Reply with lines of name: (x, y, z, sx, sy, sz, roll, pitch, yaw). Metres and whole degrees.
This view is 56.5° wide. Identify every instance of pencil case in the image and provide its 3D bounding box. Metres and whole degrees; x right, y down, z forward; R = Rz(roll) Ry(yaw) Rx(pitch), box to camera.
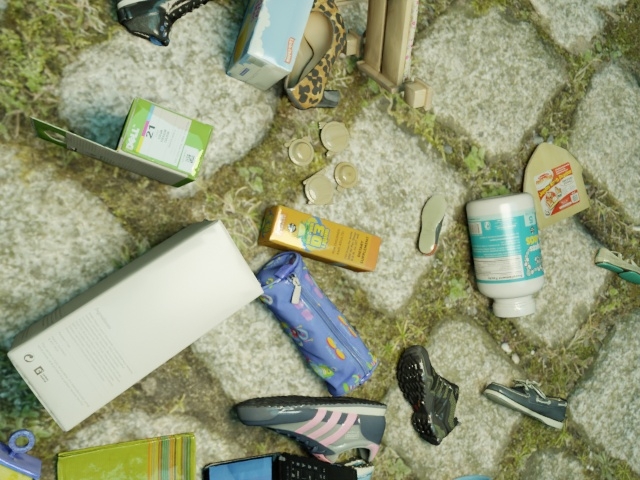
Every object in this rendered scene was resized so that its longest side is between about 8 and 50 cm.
pencil case: (-0.011, 0.161, 1.150, 0.119, 0.133, 0.306, -41, 106, -20)

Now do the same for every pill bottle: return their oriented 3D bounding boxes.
pill bottle: (0.414, 0.032, 1.323, 0.146, 0.146, 0.264, -11, 95, -23)

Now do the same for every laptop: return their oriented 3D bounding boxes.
laptop: (-0.075, 0.537, 1.114, 0.136, 0.264, 0.234, -4, 95, -60)

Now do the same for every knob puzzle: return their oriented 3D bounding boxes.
knob puzzle: (0.559, -0.144, 1.448, 0.213, 0.030, 0.213, 0, 90, -23)

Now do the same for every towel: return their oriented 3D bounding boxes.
towel: (-0.342, 0.413, 1.068, 0.237, 0.021, 0.102, -2, 90, -23)

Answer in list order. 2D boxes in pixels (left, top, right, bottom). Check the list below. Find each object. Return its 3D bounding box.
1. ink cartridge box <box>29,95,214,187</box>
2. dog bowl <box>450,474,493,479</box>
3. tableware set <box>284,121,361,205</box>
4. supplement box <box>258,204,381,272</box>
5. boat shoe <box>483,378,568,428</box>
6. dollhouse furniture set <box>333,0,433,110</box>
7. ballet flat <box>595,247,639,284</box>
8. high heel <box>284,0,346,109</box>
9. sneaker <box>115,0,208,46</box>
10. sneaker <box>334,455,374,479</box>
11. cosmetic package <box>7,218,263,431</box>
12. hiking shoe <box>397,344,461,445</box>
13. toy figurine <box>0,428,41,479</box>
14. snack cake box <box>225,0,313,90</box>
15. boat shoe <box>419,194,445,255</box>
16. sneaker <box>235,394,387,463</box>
ink cartridge box: (-0.327, -0.178, 0.984, 0.255, 0.189, 0.097, 20, 83, -21)
dog bowl: (0.257, 0.582, 1.252, 0.297, 0.166, 0.074, -17, 85, -22)
tableware set: (0.011, -0.158, 1.221, 0.141, 0.020, 0.168, -23, 97, -23)
supplement box: (0.000, 0.000, 1.185, 0.233, 0.080, 0.078, 16, 81, -20)
boat shoe: (0.483, 0.366, 1.379, 0.254, 0.095, 0.079, 26, 82, -22)
dollhouse furniture set: (0.166, -0.466, 1.101, 0.174, 0.355, 0.303, -18, 135, -21)
ballet flat: (0.777, 0.063, 1.528, 0.168, 0.057, 0.052, 23, 71, -22)
high heel: (-0.023, -0.378, 1.123, 0.186, 0.093, 0.261, -23, 108, -63)
sneaker: (-0.258, -0.415, 1.082, 0.217, 0.079, 0.121, -7, 96, -15)
sneaker: (0.034, 0.491, 1.206, 0.162, 0.063, 0.073, 1, 96, -20)
cosmetic package: (-0.303, 0.121, 0.993, 0.365, 0.197, 0.155, -34, 102, -18)
hiking shoe: (0.242, 0.321, 1.295, 0.114, 0.086, 0.227, -22, 104, -35)
toy figurine: (-0.492, 0.410, 0.922, 0.362, 0.191, 0.217, 36, 72, -20)
snack cake box: (-0.081, -0.431, 1.110, 0.089, 0.152, 0.264, 19, 82, -22)
boat shoe: (0.247, -0.033, 1.309, 0.043, 0.049, 0.137, 30, 71, -63)
sneaker: (-0.013, 0.373, 1.159, 0.319, 0.112, 0.131, 9, 84, -22)
